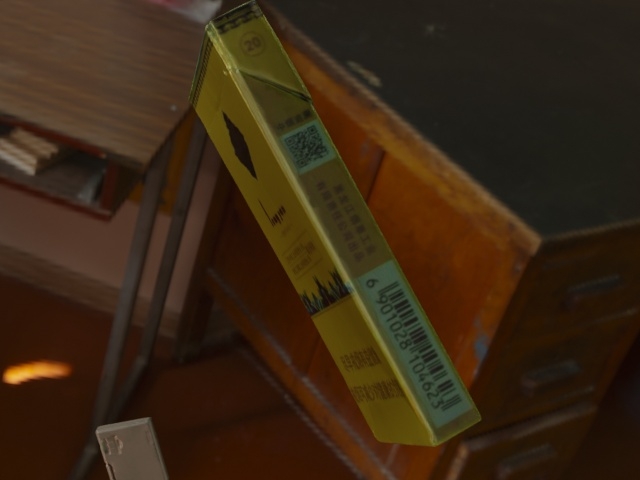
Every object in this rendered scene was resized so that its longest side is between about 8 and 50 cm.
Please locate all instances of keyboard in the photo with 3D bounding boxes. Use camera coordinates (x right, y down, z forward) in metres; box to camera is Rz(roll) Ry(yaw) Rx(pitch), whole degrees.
[{"bbox_3d":[-0.155,0.237,1.048,0.055,0.165,0.017,-13,15,4],"label":"keyboard"}]

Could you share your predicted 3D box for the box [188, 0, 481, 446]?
[{"bbox_3d":[0.000,0.001,0.741,0.041,0.153,0.279,-27,86,-12],"label":"box"}]
